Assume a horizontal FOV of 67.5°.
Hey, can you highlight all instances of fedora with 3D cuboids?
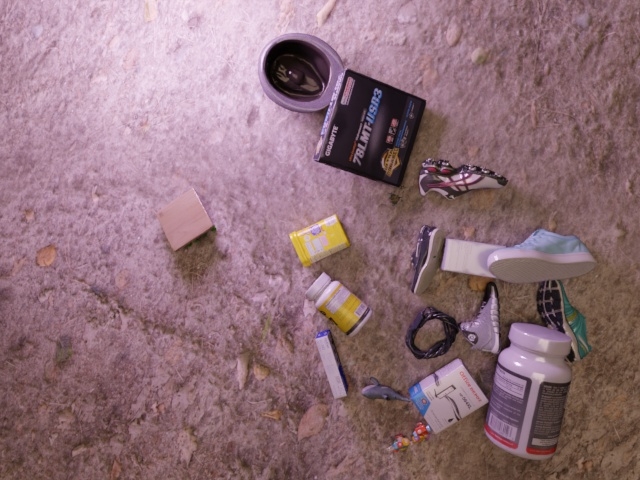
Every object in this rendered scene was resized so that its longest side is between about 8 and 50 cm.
[{"bbox_3d":[-0.065,-0.534,1.559,0.276,0.124,0.243,19,95,-2],"label":"fedora"}]

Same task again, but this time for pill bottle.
[{"bbox_3d":[0.641,0.453,1.469,0.211,0.210,0.362,10,97,5],"label":"pill bottle"},{"bbox_3d":[0.057,0.209,1.575,0.208,0.119,0.119,41,95,4],"label":"pill bottle"}]

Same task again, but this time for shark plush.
[{"bbox_3d":[0.215,0.522,1.595,0.161,0.067,0.073,24,94,5],"label":"shark plush"}]

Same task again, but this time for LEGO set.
[{"bbox_3d":[0.253,-0.148,1.595,0.083,0.023,0.054,-44,89,-8],"label":"LEGO set"}]

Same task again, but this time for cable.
[{"bbox_3d":[0.367,0.315,1.586,0.151,0.047,0.184,24,103,-3],"label":"cable"}]

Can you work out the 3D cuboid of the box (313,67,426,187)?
[{"bbox_3d":[0.158,-0.349,1.519,0.294,0.073,0.295,16,94,-20],"label":"box"}]

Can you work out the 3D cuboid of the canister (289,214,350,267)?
[{"bbox_3d":[0.000,0.000,1.598,0.170,0.073,0.126,-25,89,5],"label":"canister"}]

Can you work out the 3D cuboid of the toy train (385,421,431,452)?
[{"bbox_3d":[0.292,0.641,1.574,0.166,0.125,0.046,-32,52,15],"label":"toy train"}]

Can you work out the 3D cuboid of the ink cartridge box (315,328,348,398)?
[{"bbox_3d":[0.039,0.408,1.595,0.046,0.097,0.206,-18,91,6],"label":"ink cartridge box"}]

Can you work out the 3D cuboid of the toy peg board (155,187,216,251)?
[{"bbox_3d":[-0.452,-0.064,1.650,0.161,0.079,0.160,-33,73,5],"label":"toy peg board"}]

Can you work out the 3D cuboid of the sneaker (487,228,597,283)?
[{"bbox_3d":[0.658,0.039,1.476,0.366,0.135,0.150,3,50,-19],"label":"sneaker"}]

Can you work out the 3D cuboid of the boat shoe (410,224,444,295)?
[{"bbox_3d":[0.338,0.065,1.575,0.079,0.084,0.232,22,104,43],"label":"boat shoe"}]

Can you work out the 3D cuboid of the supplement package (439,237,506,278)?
[{"bbox_3d":[0.483,0.055,1.533,0.180,0.105,0.105,9,92,6],"label":"supplement package"}]

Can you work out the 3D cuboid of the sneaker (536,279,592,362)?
[{"bbox_3d":[0.779,0.247,1.528,0.110,0.107,0.275,-18,90,-18],"label":"sneaker"}]

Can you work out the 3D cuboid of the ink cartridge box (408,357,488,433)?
[{"bbox_3d":[0.415,0.505,1.565,0.203,0.086,0.148,-35,88,7],"label":"ink cartridge box"}]

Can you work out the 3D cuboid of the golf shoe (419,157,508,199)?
[{"bbox_3d":[0.455,-0.189,1.544,0.273,0.105,0.120,11,109,11],"label":"golf shoe"}]

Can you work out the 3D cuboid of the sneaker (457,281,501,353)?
[{"bbox_3d":[0.511,0.248,1.551,0.132,0.086,0.228,-3,78,24],"label":"sneaker"}]
